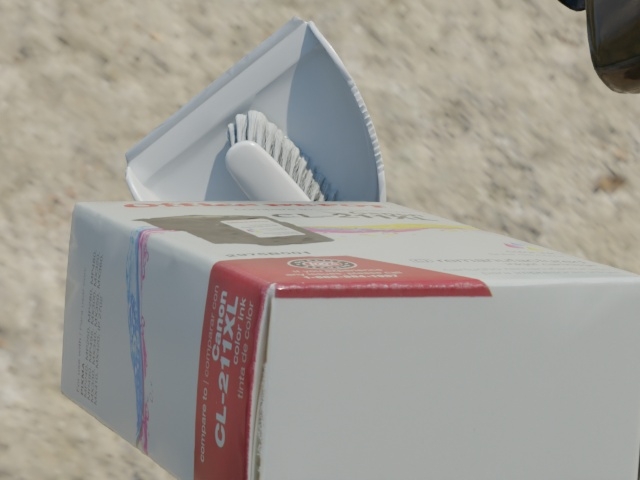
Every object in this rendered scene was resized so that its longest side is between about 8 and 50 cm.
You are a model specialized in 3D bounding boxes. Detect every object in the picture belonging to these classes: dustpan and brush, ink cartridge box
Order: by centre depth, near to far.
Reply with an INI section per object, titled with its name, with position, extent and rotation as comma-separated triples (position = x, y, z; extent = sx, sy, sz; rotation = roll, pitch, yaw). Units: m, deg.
[ink cartridge box]
position = 0.003, 0.033, 0.631
extent = 0.175, 0.127, 0.072
rotation = -160, 71, -64
[dustpan and brush]
position = 0.000, 0.000, 1.129
extent = 0.147, 0.060, 0.211
rotation = -37, 100, 17

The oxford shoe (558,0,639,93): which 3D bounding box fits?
[oxford shoe]
position = 0.129, -0.148, 0.834
extent = 0.096, 0.083, 0.227
rotation = -28, 35, 27
